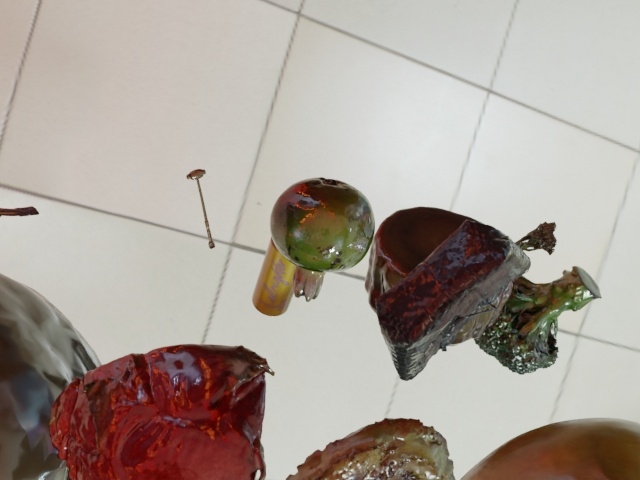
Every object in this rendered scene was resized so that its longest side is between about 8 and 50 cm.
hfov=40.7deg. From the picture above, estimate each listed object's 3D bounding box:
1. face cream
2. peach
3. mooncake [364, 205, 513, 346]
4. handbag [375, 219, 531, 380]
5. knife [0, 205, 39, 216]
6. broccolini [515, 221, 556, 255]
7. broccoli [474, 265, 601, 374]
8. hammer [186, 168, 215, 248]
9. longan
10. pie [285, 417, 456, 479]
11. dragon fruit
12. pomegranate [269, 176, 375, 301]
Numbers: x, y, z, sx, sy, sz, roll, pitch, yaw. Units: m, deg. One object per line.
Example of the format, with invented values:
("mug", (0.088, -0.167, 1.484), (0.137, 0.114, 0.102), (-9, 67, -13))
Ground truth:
("face cream", (-0.065, 0.032, 1.617), (0.078, 0.078, 0.273), (-4, 140, -24))
("peach", (0.274, 0.341, 0.917), (0.281, 0.316, 0.314), (55, 41, -2))
("mooncake", (0.232, 0.073, 1.700), (0.290, 0.290, 0.161), (-10, 132, -22))
("handbag", (0.194, 0.089, 1.258), (0.270, 0.088, 0.175), (-42, 144, -1))
("knife", (-0.599, -0.053, 1.508), (0.222, 0.045, 0.021), (0, 127, -1))
("broccolini", (0.326, 0.023, 1.478), (0.052, 0.194, 0.054), (8, 61, -34))
("broccoli", (0.465, 0.146, 1.951), (0.297, 0.297, 0.297), (-36, 119, 26))
("hammer", (-0.167, -0.044, 1.238), (0.029, 0.014, 0.123), (-17, 115, -16))
("longan", (-0.458, 0.224, 1.018), (0.404, 0.436, 0.404), (0, 93, 7))
("pie", (0.086, 0.468, 1.558), (0.355, 0.103, 0.288), (-40, 114, 7))
("dragon fruit", (-0.124, 0.147, 0.633), (0.161, 0.120, 0.127), (11, 130, -10))
("pomegranate", (0.000, 0.000, 1.435), (0.180, 0.180, 0.209), (6, 101, -25))
